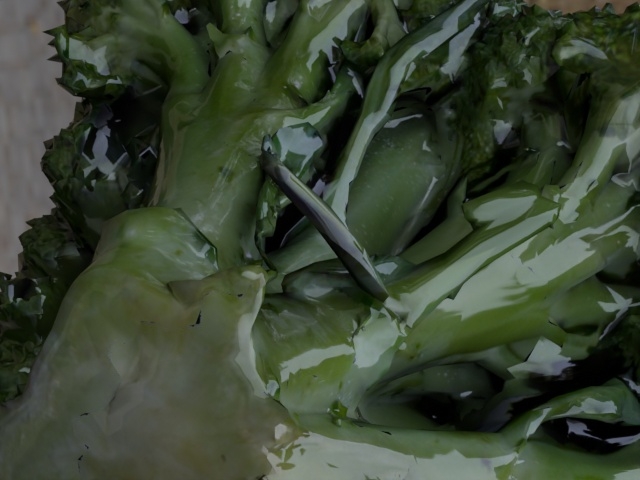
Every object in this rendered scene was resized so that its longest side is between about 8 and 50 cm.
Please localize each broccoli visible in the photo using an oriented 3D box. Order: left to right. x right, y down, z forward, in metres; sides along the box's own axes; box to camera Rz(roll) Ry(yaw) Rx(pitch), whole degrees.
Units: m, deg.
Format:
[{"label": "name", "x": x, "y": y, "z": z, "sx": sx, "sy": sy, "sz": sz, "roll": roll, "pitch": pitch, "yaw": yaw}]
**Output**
[{"label": "broccoli", "x": 0.011, "y": 0.028, "z": 0.658, "sx": 0.283, "sy": 0.321, "sz": 0.304, "roll": -13, "pitch": 106, "yaw": -66}]
